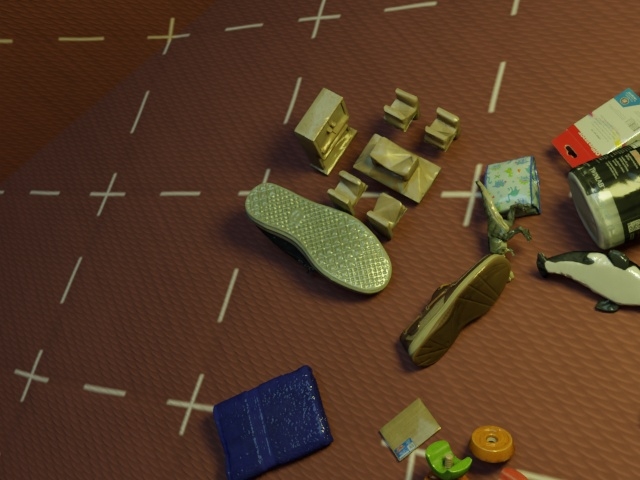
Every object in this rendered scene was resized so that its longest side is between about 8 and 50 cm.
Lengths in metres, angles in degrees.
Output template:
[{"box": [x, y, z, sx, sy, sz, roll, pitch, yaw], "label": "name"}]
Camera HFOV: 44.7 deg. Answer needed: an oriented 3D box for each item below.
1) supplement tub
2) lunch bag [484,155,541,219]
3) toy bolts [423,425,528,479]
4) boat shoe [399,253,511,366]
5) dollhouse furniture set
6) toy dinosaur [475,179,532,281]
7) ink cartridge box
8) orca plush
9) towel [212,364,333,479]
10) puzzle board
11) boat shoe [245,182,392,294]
[{"box": [0.754, -0.130, 1.754, 0.338, 0.207, 0.207, -22, 54, 9], "label": "supplement tub"}, {"box": [0.493, -0.137, 2.006, 0.129, 0.096, 0.151, -10, 68, 27], "label": "lunch bag"}, {"box": [0.363, 0.542, 1.701, 0.218, 0.158, 0.228, -18, 30, -29], "label": "toy bolts"}, {"box": [0.322, 0.152, 1.925, 0.342, 0.123, 0.123, -53, 38, 13], "label": "boat shoe"}, {"box": [0.149, -0.236, 2.243, 0.394, 0.256, 0.362, 31, 82, 18], "label": "dollhouse furniture set"}, {"box": [0.457, -0.035, 1.922, 0.118, 0.064, 0.268, -17, 78, 34], "label": "toy dinosaur"}, {"box": [0.716, -0.257, 1.949, 0.231, 0.078, 0.134, -34, 50, 10], "label": "ink cartridge box"}, {"box": [0.656, 0.079, 1.811, 0.287, 0.102, 0.151, 0, 108, 43], "label": "orca plush"}, {"box": [-0.125, 0.484, 2.046, 0.308, 0.076, 0.227, -27, 60, 15], "label": "towel"}, {"box": [0.217, 0.458, 1.885, 0.128, 0.011, 0.096, -41, 51, 6], "label": "puzzle board"}, {"box": [0.000, 0.000, 2.199, 0.500, 0.156, 0.186, 30, 77, 28], "label": "boat shoe"}]
